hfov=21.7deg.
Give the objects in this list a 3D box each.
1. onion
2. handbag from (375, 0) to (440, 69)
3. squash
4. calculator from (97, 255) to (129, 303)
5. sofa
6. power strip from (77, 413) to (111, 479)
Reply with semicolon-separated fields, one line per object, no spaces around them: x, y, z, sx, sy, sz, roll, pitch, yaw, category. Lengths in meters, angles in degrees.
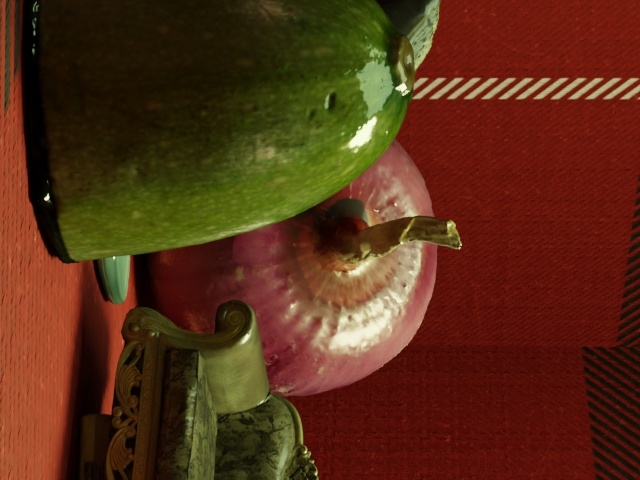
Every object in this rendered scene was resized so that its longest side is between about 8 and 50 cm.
-0.028;-0.001;1.946;0.345;0.358;0.358;108;-15;-69;onion
-0.026;-0.264;2.154;0.247;0.341;0.240;-49;165;-23;handbag
-0.074;-0.133;1.449;0.310;0.309;0.310;-1;90;-88;squash
-0.207;0.005;1.669;0.153;0.021;0.095;92;-1;-58;calculator
-0.095;0.203;1.581;0.200;0.182;0.258;81;10;-57;sofa
-0.206;0.291;1.556;0.092;0.034;0.268;81;9;-77;power strip
